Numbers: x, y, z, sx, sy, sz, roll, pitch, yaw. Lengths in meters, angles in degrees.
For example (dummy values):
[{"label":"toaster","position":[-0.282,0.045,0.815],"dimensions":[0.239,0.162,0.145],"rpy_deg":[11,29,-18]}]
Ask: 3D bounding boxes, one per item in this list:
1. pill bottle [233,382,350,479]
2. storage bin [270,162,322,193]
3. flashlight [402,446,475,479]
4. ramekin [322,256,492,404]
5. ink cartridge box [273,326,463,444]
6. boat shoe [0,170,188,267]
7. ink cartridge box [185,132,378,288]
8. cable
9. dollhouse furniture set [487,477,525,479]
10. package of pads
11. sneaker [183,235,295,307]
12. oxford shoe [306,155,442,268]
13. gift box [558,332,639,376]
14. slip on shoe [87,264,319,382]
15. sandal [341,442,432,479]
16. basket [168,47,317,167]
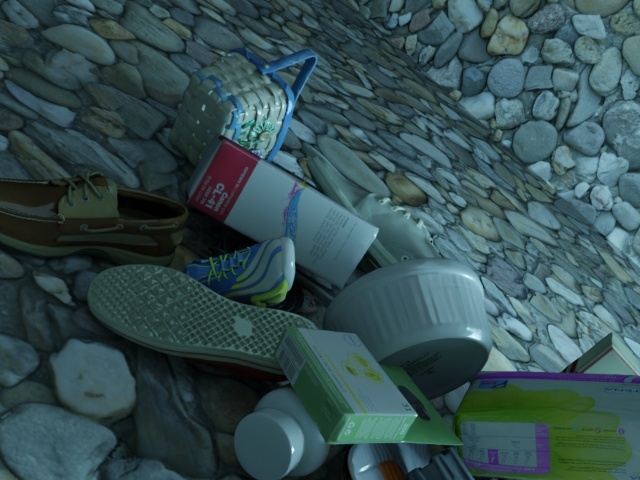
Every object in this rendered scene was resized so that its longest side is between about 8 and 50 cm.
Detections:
[{"label":"pill bottle","position":[-0.019,0.243,1.099],"dimensions":[0.117,0.117,0.208],"rpy_deg":[45,26,18]},{"label":"storage bin","position":[-0.069,-0.079,1.638],"dimensions":[0.135,0.098,0.091],"rpy_deg":[31,36,-13]},{"label":"flashlight","position":[0.212,0.413,1.035],"dimensions":[0.103,0.103,0.304],"rpy_deg":[-28,72,-18]},{"label":"ramekin","position":[0.146,0.157,1.310],"dimensions":[0.273,0.273,0.127],"rpy_deg":[16,44,-37]},{"label":"ink cartridge box","position":[0.073,0.193,1.089],"dimensions":[0.235,0.056,0.171],"rpy_deg":[9,27,-35]},{"label":"boat shoe","position":[-0.336,-0.047,1.188],"dimensions":[0.324,0.120,0.122],"rpy_deg":[12,34,-42]},{"label":"ink cartridge box","position":[-0.077,-0.057,1.456],"dimensions":[0.306,0.131,0.226],"rpy_deg":[32,2,-13]},{"label":"cable","position":[-0.113,0.060,1.394],"dimensions":[0.184,0.047,0.150],"rpy_deg":[29,30,-27]},{"label":"dollhouse furniture set","position":[0.323,0.343,1.294],"dimensions":[0.182,0.101,0.161],"rpy_deg":[43,-15,13]},{"label":"package of pads","position":[0.355,0.270,1.223],"dimensions":[0.296,0.101,0.229],"rpy_deg":[-2,8,19]},{"label":"sneaker","position":[-0.126,0.057,1.197],"dimensions":[0.126,0.240,0.091],"rpy_deg":[4,66,-24]},{"label":"oxford shoe","position":[0.140,-0.017,1.691],"dimensions":[0.449,0.130,0.169],"rpy_deg":[47,-1,16]},{"label":"gift box","position":[0.493,0.344,1.443],"dimensions":[0.255,0.276,0.258],"rpy_deg":[45,14,13]},{"label":"slip on shoe","position":[-0.163,0.126,1.153],"dimensions":[0.331,0.101,0.123],"rpy_deg":[17,54,-12]},{"label":"sandal","position":[0.085,0.321,1.135],"dimensions":[0.265,0.076,0.102],"rpy_deg":[17,53,-62]},{"label":"basket","position":[-0.145,-0.255,1.659],"dimensions":[0.201,0.255,0.289],"rpy_deg":[41,44,13]}]
